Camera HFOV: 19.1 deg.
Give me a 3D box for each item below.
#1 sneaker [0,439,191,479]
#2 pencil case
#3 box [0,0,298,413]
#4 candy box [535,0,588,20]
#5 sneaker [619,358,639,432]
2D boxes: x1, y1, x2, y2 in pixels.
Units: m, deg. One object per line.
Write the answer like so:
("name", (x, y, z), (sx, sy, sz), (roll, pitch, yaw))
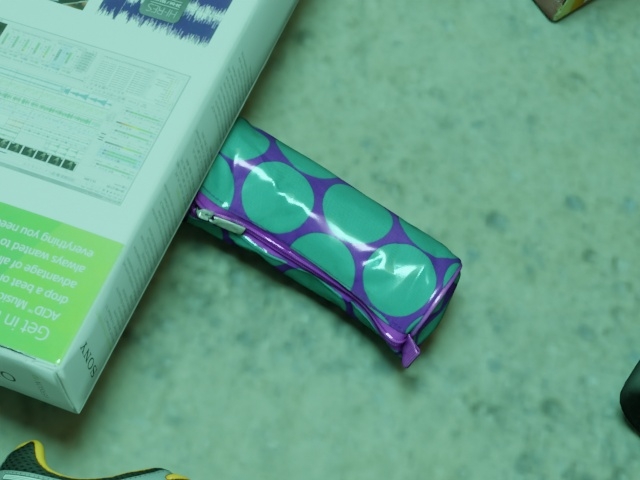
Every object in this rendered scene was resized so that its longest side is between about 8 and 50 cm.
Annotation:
("sneaker", (-0.068, 0.153, 0.914), (0.215, 0.084, 0.083), (14, 60, -4))
("pencil case", (0.000, 0.000, 1.001), (0.151, 0.064, 0.070), (32, 46, 4))
("box", (-0.158, -0.090, 0.980), (0.232, 0.058, 0.322), (18, 62, 17))
("candy box", (0.252, -0.269, 1.101), (0.316, 0.183, 0.087), (-31, 75, -22))
("sneaker", (0.305, 0.100, 1.004), (0.270, 0.090, 0.145), (34, 67, 7))
